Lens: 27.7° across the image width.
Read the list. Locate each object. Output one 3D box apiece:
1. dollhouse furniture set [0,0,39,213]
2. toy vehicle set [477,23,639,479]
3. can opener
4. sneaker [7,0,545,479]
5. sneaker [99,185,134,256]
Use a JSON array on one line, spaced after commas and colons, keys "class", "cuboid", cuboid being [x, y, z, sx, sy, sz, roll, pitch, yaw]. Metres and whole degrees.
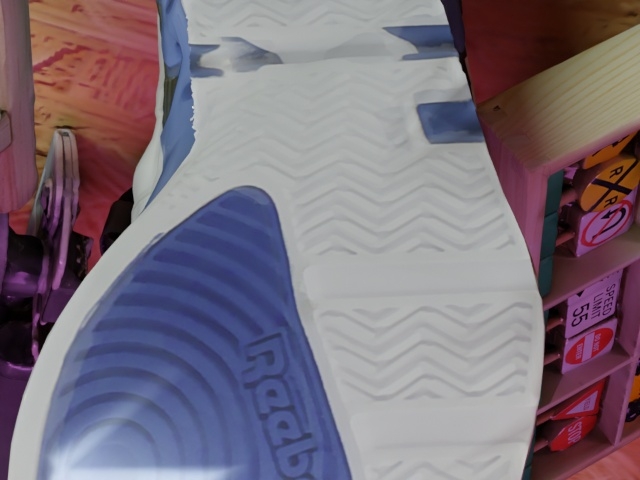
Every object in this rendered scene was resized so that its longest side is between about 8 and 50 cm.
[{"class": "dollhouse furniture set", "cuboid": [-0.333, -0.066, 0.316, 0.394, 0.362, 0.256, 33, 148, 12]}, {"class": "toy vehicle set", "cuboid": [0.140, 0.008, 0.546, 0.166, 0.035, 0.267, -27, 146, -13]}, {"class": "can opener", "cuboid": [-0.173, 0.043, 0.662, 0.095, 0.076, 0.283, 6, 147, -21]}, {"class": "sneaker", "cuboid": [0.000, -0.001, 0.414, 0.127, 0.315, 0.182, 1, 157, 5]}, {"class": "sneaker", "cuboid": [-0.053, 0.030, 0.624, 0.146, 0.102, 0.293, 28, 131, -29]}]
